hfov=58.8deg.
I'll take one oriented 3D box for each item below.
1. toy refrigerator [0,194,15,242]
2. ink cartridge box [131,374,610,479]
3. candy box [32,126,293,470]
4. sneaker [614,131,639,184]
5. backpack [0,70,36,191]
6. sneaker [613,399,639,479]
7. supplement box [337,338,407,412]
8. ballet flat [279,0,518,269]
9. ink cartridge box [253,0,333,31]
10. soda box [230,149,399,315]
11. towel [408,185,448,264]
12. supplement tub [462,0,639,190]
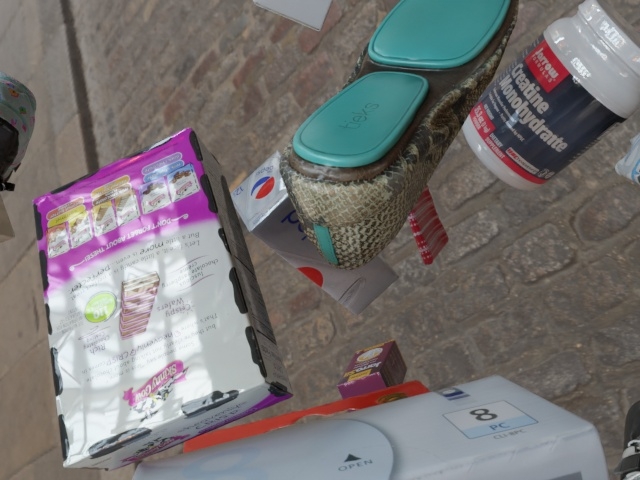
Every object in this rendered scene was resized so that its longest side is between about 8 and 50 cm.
[{"bbox_3d":[-0.441,-0.117,0.617,0.094,0.102,0.270,161,90,-77],"label":"toy refrigerator"},{"bbox_3d":[0.005,0.179,0.515,0.385,0.308,0.091,-168,67,-81],"label":"ink cartridge box"},{"bbox_3d":[-0.135,0.042,0.464,0.159,0.071,0.233,-23,63,5],"label":"candy box"},{"bbox_3d":[0.547,-0.173,0.910,0.191,0.071,0.083,-47,24,1],"label":"sneaker"},{"bbox_3d":[-0.508,-0.168,0.848,0.182,0.152,0.115,-32,48,39],"label":"backpack"},{"bbox_3d":[0.546,0.399,0.913,0.122,0.146,0.331,-17,44,36],"label":"sneaker"},{"bbox_3d":[0.117,0.298,1.243,0.104,0.188,0.081,-23,94,20],"label":"supplement box"},{"bbox_3d":[0.106,-0.154,0.669,0.164,0.182,0.483,16,50,24],"label":"ballet flat"},{"bbox_3d":[-0.008,-0.479,0.882,0.273,0.114,0.197,-84,17,-50],"label":"ink cartridge box"},{"bbox_3d":[0.000,0.000,0.830,0.098,0.286,0.091,-42,46,5],"label":"soda box"},{"bbox_3d":[0.174,-0.103,1.051,0.031,0.199,0.275,-18,92,22],"label":"towel"},{"bbox_3d":[0.384,-0.229,0.919,0.272,0.191,0.191,-46,55,38],"label":"supplement tub"}]
